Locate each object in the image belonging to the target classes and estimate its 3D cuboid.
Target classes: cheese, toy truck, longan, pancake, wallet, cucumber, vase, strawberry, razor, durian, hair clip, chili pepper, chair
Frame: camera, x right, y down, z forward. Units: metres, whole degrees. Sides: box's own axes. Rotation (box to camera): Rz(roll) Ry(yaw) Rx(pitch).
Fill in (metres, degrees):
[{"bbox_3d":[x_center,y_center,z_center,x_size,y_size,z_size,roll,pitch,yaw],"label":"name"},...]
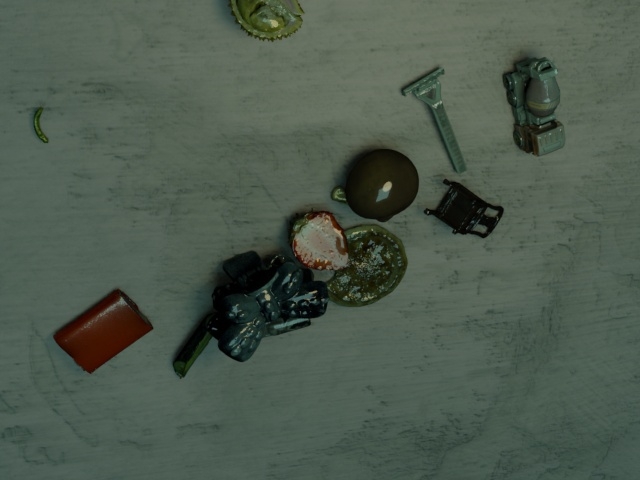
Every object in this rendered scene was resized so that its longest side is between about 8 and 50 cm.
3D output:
[{"bbox_3d":[0.069,-0.111,1.908,0.083,0.030,0.044,17,89,-17],"label":"cheese"},{"bbox_3d":[0.537,-0.330,1.864,0.108,0.140,0.257,-20,119,-6],"label":"toy truck"},{"bbox_3d":[0.150,-0.134,1.842,0.189,0.189,0.189,-6,117,-12],"label":"longan"},{"bbox_3d":[0.112,0.071,2.003,0.253,0.037,0.254,-5,117,-10],"label":"pancake"},{"bbox_3d":[-0.541,0.228,1.897,0.204,0.045,0.142,-35,117,3],"label":"wallet"},{"bbox_3d":[-0.328,0.276,1.971,0.046,0.070,0.220,35,102,3],"label":"cucumber"},{"bbox_3d":[-0.133,0.224,1.998,0.211,0.060,0.060,-14,118,-9],"label":"vase"},{"bbox_3d":[0.000,0.000,1.903,0.187,0.082,0.146,42,97,-14],"label":"strawberry"},{"bbox_3d":[0.305,-0.280,1.873,0.111,0.056,0.278,-31,119,-1],"label":"razor"},{"bbox_3d":[-0.130,-0.520,1.622,0.146,0.102,0.208,-21,96,-7],"label":"durian"},{"bbox_3d":[-0.144,0.145,1.885,0.310,0.194,0.206,-29,123,-15],"label":"hair clip"},{"bbox_3d":[-0.611,-0.251,1.659,0.030,0.017,0.083,-12,121,-10],"label":"chili pepper"},{"bbox_3d":[0.381,-0.078,1.987,0.106,0.113,0.229,-58,153,15],"label":"chair"}]
